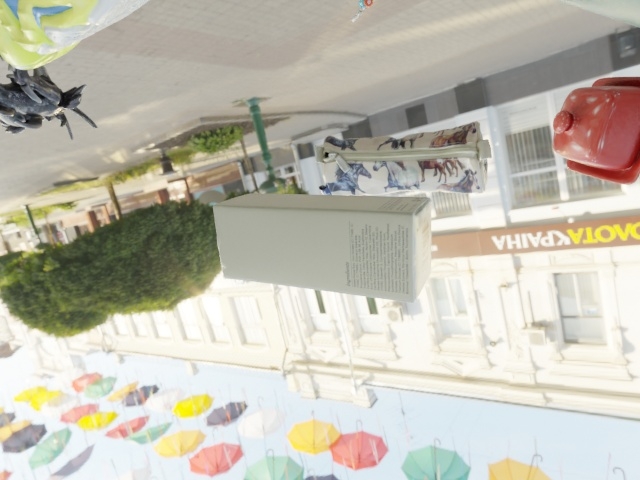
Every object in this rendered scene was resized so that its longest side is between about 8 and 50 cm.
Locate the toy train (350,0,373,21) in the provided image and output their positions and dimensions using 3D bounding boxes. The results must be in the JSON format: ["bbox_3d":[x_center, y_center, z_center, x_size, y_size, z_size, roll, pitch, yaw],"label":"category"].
[{"bbox_3d":[0.124,-0.536,0.872,0.166,0.046,0.125,-19,-148,45],"label":"toy train"}]

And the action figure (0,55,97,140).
[{"bbox_3d":[-0.400,-0.217,0.493,0.163,0.141,0.275,-9,171,20],"label":"action figure"}]

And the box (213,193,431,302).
[{"bbox_3d":[0.000,0.000,0.549,0.274,0.113,0.094,6,-160,26],"label":"box"}]

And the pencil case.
[{"bbox_3d":[0.196,-0.187,1.008,0.409,0.160,0.183,1,-175,25],"label":"pencil case"}]

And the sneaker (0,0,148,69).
[{"bbox_3d":[-0.226,-0.221,0.328,0.239,0.126,0.091,-4,-139,34],"label":"sneaker"}]

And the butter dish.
[{"bbox_3d":[0.431,-0.184,0.670,0.118,0.160,0.160,5,-160,-9],"label":"butter dish"}]

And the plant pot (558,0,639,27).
[{"bbox_3d":[0.267,-0.314,0.294,0.340,0.341,0.334,-20,-125,-33],"label":"plant pot"}]
